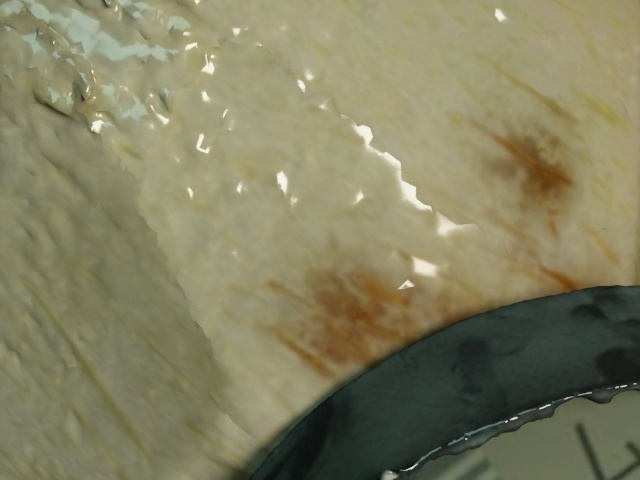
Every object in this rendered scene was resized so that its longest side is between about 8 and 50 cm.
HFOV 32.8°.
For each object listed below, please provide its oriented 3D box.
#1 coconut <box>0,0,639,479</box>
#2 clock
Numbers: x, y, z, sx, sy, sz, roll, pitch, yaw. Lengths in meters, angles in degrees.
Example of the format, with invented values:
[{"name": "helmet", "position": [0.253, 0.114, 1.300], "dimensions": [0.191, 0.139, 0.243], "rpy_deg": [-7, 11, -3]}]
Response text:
[{"name": "coconut", "position": [0.000, 0.000, 0.531], "dimensions": [0.415, 0.415, 0.344], "rpy_deg": [-7, 44, 23]}, {"name": "clock", "position": [0.101, 0.170, 0.384], "dimensions": [0.313, 0.312, 0.061], "rpy_deg": [-31, 19, 3]}]
